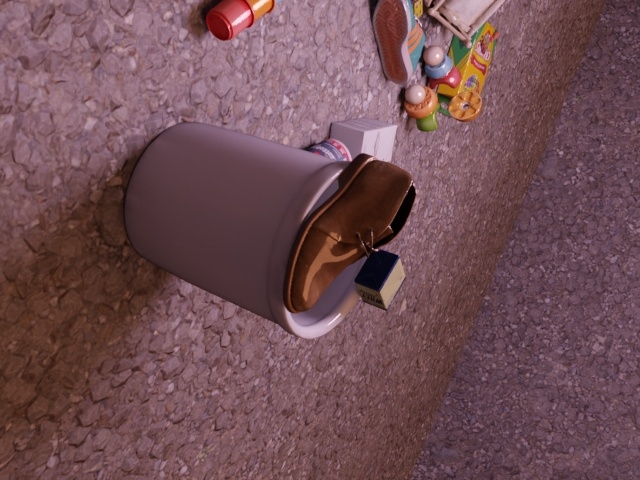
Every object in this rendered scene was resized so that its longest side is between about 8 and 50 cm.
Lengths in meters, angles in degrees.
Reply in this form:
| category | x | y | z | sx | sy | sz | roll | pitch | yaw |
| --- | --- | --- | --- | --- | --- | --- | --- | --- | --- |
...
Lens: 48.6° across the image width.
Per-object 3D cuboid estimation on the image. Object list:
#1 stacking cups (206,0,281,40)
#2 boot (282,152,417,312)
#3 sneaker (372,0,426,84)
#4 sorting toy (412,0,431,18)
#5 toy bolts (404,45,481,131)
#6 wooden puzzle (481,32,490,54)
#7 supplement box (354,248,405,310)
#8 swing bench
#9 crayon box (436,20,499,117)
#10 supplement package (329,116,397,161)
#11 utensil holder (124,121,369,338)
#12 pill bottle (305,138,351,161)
| category | x | y | z | sx | sy | sz | roll | pitch | yaw |
| --- | --- | --- | --- | --- | --- | --- | --- | --- | --- |
| stacking cups | -0.096 | -0.493 | 1.393 | 0.316 | 0.096 | 0.096 | -52 | 147 | -28 |
| boot | 0.048 | -0.006 | 1.134 | 0.305 | 0.115 | 0.112 | -57 | 151 | -19 |
| sneaker | 0.215 | -0.561 | 1.883 | 0.121 | 0.108 | 0.302 | -57 | 157 | -23 |
| sorting toy | 0.284 | -0.730 | 1.935 | 0.274 | 0.046 | 0.132 | -64 | 151 | -19 |
| toy bolts | 0.364 | -0.468 | 2.117 | 0.158 | 0.218 | 0.228 | 43 | 52 | -53 |
| wooden puzzle | 0.537 | -0.641 | 2.308 | 0.049 | 0.006 | 0.083 | -61 | 150 | -15 |
| supplement box | 0.115 | 0.074 | 1.358 | 0.083 | 0.056 | 0.083 | -57 | 149 | -22 |
| swing bench | 0.448 | -0.698 | 2.003 | 0.253 | 0.165 | 0.254 | -47 | -174 | 22 |
| crayon box | 0.485 | -0.569 | 2.358 | 0.202 | 0.081 | 0.318 | 0 | 109 | -60 |
| supplement package | 0.111 | -0.261 | 1.887 | 0.179 | 0.105 | 0.105 | -23 | 128 | -53 |
| utensil holder | -0.123 | -0.037 | 1.337 | 0.327 | 0.386 | 0.327 | -38 | 139 | -43 |
| pill bottle | -0.014 | -0.171 | 1.727 | 0.180 | 0.108 | 0.108 | -37 | 138 | -46 |
